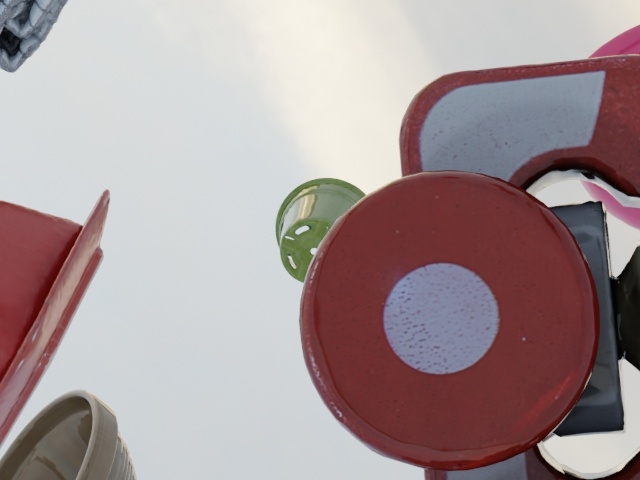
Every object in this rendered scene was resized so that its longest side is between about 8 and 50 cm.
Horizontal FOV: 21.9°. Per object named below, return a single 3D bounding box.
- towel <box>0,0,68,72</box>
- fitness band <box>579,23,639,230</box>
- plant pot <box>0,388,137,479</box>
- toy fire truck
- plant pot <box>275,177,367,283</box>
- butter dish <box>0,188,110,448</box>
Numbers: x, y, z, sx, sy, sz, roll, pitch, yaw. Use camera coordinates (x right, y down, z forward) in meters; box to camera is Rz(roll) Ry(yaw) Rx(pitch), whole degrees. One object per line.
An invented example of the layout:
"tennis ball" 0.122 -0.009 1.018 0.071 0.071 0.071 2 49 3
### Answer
"towel" -0.220 -0.302 1.260 0.121 0.283 0.235 25 -160 -26
"fitness band" 0.305 -0.078 1.132 0.291 0.209 0.054 21 156 35
"plant pot" -0.264 0.282 1.715 0.110 0.237 0.237 36 -152 -25
"toy fire truck" 0.132 0.085 0.585 0.169 0.254 0.302 38 -132 -79
"plant pot" 0.000 0.000 1.245 0.083 0.083 0.079 46 -165 -2
"butter dish" -0.202 0.042 0.898 0.118 0.160 0.160 29 -145 -9
